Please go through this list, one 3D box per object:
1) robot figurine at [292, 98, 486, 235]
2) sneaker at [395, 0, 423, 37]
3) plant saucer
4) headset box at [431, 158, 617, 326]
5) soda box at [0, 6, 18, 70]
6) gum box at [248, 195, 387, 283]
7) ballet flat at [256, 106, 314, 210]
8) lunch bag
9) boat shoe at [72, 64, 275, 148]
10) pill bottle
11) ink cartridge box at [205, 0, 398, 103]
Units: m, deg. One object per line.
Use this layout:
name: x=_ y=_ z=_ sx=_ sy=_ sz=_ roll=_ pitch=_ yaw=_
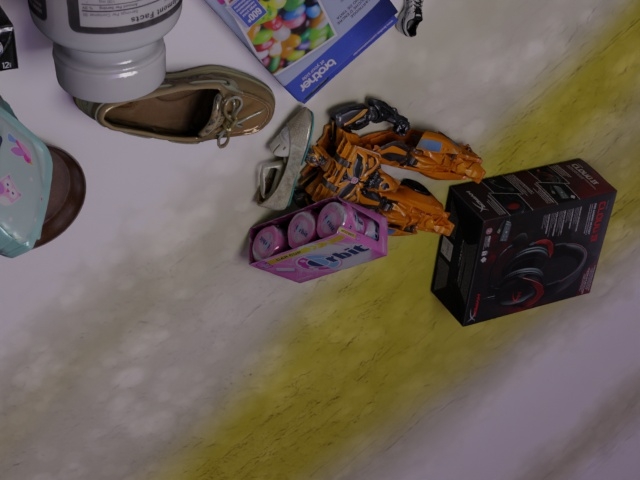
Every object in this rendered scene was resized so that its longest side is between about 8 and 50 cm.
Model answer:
robot figurine: x=0.098 y=-0.096 z=1.919 sx=0.291 sy=0.085 sz=0.211 roll=9 pitch=118 yaw=-38
sneaker: x=0.132 y=-0.320 z=1.794 sx=0.032 sy=0.037 sz=0.083 roll=-4 pitch=125 yaw=-29
plant saucer: x=-0.386 y=-0.060 z=1.672 sx=0.168 sy=0.029 sz=0.168 roll=-17 pitch=131 yaw=-21
headset box: x=0.345 y=-0.001 z=2.140 sx=0.293 sy=0.110 sz=0.218 roll=-12 pitch=130 yaw=-25
soda box: x=-0.384 y=-0.243 z=1.421 sx=0.060 sy=0.169 sz=0.053 roll=-13 pitch=129 yaw=-24
gum box: x=0.000 y=0.000 z=1.876 sx=0.188 sy=0.062 sz=0.107 roll=-19 pitch=151 yaw=39
ballet flat: x=-0.053 y=-0.112 z=1.831 sx=0.052 sy=0.057 sz=0.168 roll=2 pitch=123 yaw=-23
lunch bag: x=-0.423 y=-0.112 z=1.437 sx=0.160 sy=0.262 sz=0.223 roll=-41 pitch=135 yaw=2
boat shoe: x=-0.176 y=-0.165 z=1.679 sx=0.285 sy=0.089 sz=0.104 roll=-2 pitch=125 yaw=-33
pill bottle: x=-0.242 y=-0.320 z=1.447 sx=0.176 sy=0.176 sz=0.318 roll=-16 pitch=132 yaw=-23
ink cartridge box: x=-0.025 y=-0.310 z=1.684 sx=0.186 sy=0.065 sz=0.311 roll=-42 pitch=138 yaw=4
